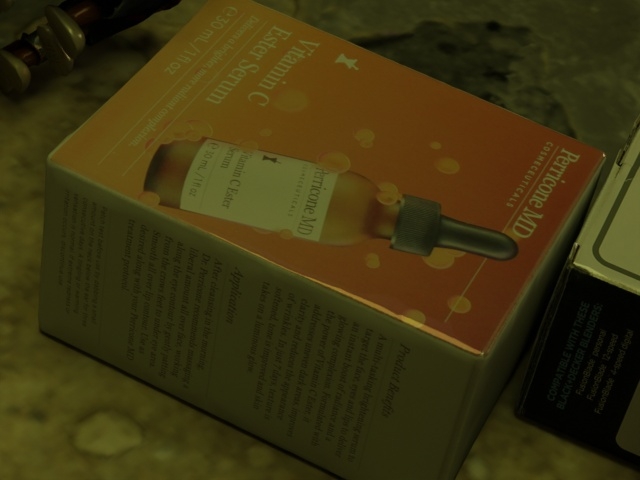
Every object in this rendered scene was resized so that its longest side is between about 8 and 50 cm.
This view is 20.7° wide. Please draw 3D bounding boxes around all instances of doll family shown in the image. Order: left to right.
[{"bbox_3d":[-0.076,-0.121,0.712,0.111,0.076,0.193,-31,14,-23],"label":"doll family"}]

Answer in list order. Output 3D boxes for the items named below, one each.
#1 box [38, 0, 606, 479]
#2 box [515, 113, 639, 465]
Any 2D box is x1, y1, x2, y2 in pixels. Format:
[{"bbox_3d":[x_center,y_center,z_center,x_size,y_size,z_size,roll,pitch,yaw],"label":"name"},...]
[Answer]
[{"bbox_3d":[0.000,0.000,0.663,0.170,0.091,0.130,24,44,13],"label":"box"},{"bbox_3d":[0.241,0.043,0.675,0.290,0.087,0.169,23,45,10],"label":"box"}]
